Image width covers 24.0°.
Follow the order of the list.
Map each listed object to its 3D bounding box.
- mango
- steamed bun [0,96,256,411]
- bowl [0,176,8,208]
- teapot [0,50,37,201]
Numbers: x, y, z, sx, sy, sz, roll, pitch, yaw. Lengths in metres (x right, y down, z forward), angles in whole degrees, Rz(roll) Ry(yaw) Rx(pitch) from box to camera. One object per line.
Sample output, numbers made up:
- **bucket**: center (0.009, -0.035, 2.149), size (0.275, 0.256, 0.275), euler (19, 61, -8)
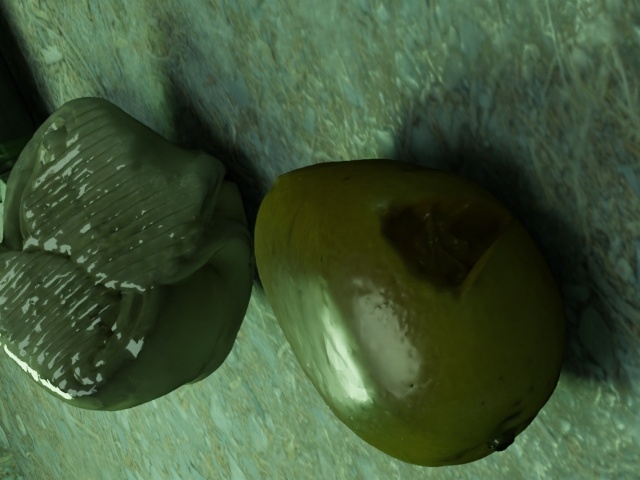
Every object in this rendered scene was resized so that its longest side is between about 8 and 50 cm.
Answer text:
- **mango**: center (0.052, 0.046, 1.229), size (0.365, 0.182, 0.253), euler (29, 139, 52)
- **steamed bun**: center (-0.213, 0.032, 1.686), size (0.324, 0.309, 0.219), euler (28, 180, 35)
- **bowl**: center (-0.288, 0.036, 1.953), size (0.313, 0.146, 0.313), euler (57, 163, 29)
- **teapot**: center (-0.523, -0.212, 2.187), size (0.270, 0.200, 0.337), euler (-82, -33, -86)
